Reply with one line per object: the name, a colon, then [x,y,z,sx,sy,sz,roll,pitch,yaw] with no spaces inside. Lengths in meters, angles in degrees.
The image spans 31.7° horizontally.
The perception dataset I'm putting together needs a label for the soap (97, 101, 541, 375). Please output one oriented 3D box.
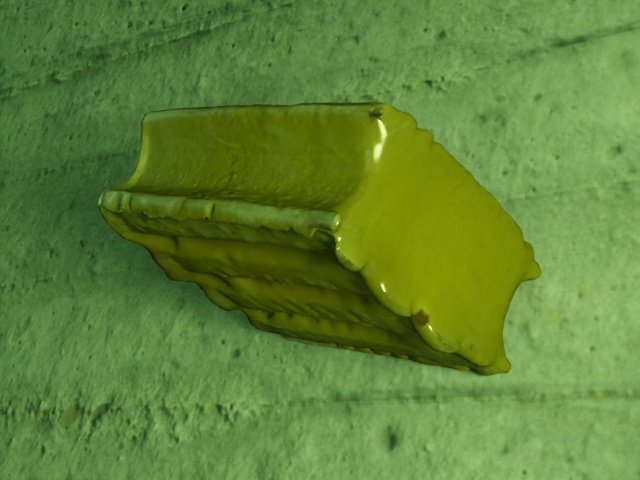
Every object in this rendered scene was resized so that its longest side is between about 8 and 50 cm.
soap: [0.000,0.000,1.068,0.335,0.293,0.156,4,66,46]
